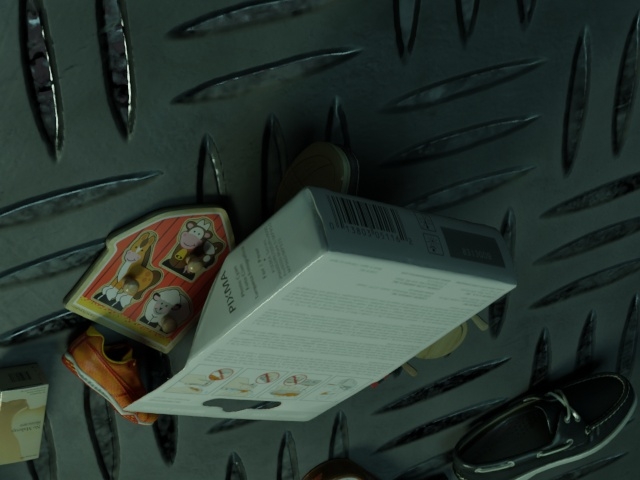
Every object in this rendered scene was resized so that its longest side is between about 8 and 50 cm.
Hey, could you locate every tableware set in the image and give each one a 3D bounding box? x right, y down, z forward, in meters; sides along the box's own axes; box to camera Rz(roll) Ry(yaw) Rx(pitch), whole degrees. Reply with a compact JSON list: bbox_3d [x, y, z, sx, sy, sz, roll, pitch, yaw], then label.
[{"bbox_3d":[0.122,0.088,1.877,0.128,0.039,0.194,-35,131,12],"label":"tableware set"}]

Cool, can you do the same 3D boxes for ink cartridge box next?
[{"bbox_3d":[-0.011,0.091,1.662,0.308,0.091,0.385,10,144,-43],"label":"ink cartridge box"}]

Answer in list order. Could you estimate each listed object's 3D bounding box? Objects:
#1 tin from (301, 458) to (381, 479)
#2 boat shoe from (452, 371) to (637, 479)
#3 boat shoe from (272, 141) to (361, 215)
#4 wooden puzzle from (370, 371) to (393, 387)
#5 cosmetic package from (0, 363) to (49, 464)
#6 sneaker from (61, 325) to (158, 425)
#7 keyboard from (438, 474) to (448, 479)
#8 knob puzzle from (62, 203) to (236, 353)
[{"bbox_3d":[0.039,0.378,2.055,0.106,0.040,0.190,-48,135,3],"label":"tin"},{"bbox_3d":[0.334,0.276,2.111,0.303,0.114,0.091,-32,141,-9],"label":"boat shoe"},{"bbox_3d":[0.000,0.000,1.686,0.092,0.103,0.285,-11,133,-33],"label":"boat shoe"},{"bbox_3d":[0.079,0.172,1.936,0.083,0.006,0.049,-40,136,1],"label":"wooden puzzle"},{"bbox_3d":[-0.353,0.202,1.651,0.060,0.041,0.115,-8,128,-29],"label":"cosmetic package"},{"bbox_3d":[-0.233,0.165,1.687,0.067,0.064,0.175,-46,139,-8],"label":"sneaker"},{"bbox_3d":[0.118,0.419,2.114,0.192,0.038,0.100,-26,133,-45],"label":"keyboard"},{"bbox_3d":[-0.172,0.038,1.648,0.213,0.030,0.213,-18,132,-21],"label":"knob puzzle"}]
